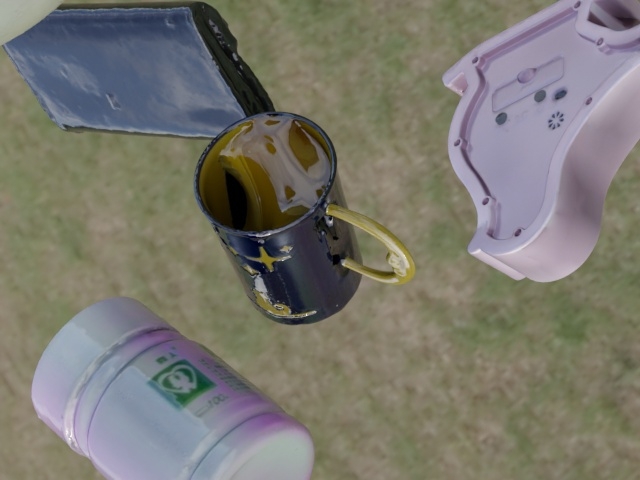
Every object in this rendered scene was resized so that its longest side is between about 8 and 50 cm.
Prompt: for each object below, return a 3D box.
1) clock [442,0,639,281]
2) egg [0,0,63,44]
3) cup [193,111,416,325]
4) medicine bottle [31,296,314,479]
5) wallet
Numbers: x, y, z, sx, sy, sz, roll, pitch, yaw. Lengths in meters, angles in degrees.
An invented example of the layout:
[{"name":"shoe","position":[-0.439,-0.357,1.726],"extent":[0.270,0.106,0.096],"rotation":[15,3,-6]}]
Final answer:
[{"name":"clock","position":[0.259,-0.116,1.557],"extent":[0.290,0.275,0.080],"rotation":[-30,136,35]},{"name":"egg","position":[-0.322,-0.238,1.406],"extent":[0.286,0.264,0.174],"rotation":[2,102,3]},{"name":"cup","position":[-0.020,0.009,1.992],"extent":[0.255,0.178,0.256],"rotation":[49,169,33]},{"name":"medicine bottle","position":[-0.187,0.235,2.011],"extent":[0.325,0.212,0.212],"rotation":[33,137,33]},{"name":"wallet","position":[-0.255,-0.229,2.136],"extent":[0.406,0.062,0.228],"rotation":[6,138,40]}]
